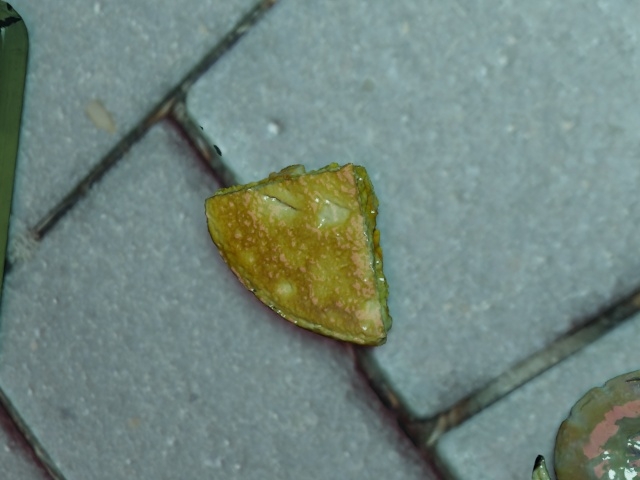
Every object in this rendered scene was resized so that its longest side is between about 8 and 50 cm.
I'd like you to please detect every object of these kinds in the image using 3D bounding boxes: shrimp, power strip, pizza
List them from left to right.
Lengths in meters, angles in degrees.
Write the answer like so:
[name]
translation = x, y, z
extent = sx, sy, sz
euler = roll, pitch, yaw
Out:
[power strip]
translation = -0.317, -0.052, 0.736
extent = 0.092, 0.066, 0.387
euler = 17, 107, 16
[pizza]
translation = 0.000, 0.000, 0.628
extent = 0.175, 0.046, 0.134
euler = 46, 114, 7
[shrimp]
translation = 0.267, 0.149, 0.555
extent = 0.223, 0.047, 0.126
euler = 1, 94, 25

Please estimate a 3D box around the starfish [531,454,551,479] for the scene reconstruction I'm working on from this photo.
[starfish]
translation = 0.184, 0.240, 0.592
extent = 0.217, 0.050, 0.223
euler = 5, 119, 31
